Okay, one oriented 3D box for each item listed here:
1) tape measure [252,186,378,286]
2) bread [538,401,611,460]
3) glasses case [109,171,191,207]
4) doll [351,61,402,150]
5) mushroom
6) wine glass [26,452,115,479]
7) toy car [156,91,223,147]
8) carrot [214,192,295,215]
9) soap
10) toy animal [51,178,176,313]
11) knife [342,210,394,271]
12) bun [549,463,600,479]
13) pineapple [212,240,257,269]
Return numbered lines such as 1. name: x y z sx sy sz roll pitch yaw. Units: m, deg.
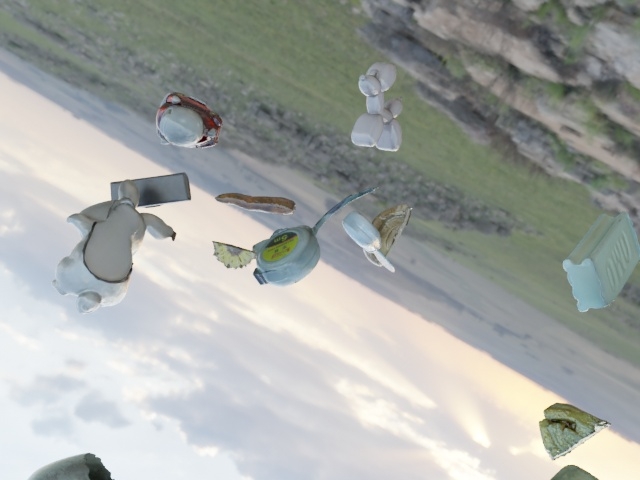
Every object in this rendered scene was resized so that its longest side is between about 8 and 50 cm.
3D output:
1. tape measure: 0.000 0.000 1.794 0.084 0.330 0.164 54 -161 -38
2. bread: 0.565 0.418 1.862 0.103 0.156 0.110 40 -162 -57
3. glasses case: -0.407 -0.116 1.956 0.191 0.072 0.042 -7 172 4
4. doll: 0.110 -0.252 1.530 0.059 0.160 0.161 12 -175 32
5. mushroom: 0.184 -0.020 2.355 0.094 0.209 0.072 22 159 11
6. wine glass: -0.638 0.652 1.914 0.238 0.323 0.238 56 176 5
7. toy car: -0.279 -0.239 1.707 0.139 0.112 0.112 16 -162 -6
8. carrot: -0.128 -0.073 1.610 0.165 0.035 0.035 6 175 9
9. soap: 0.536 0.039 1.545 0.063 0.198 0.114 -7 115 44
10. toy animal: -0.449 0.007 1.780 0.154 0.325 0.208 -27 104 46
11. knife: 0.108 0.020 1.547 0.080 0.044 0.331 44 179 22
12. bun: 0.431 0.502 1.445 0.108 0.221 0.221 31 179 32
13. pineapple: -0.153 0.029 1.437 0.083 0.045 0.019 12 -164 2
